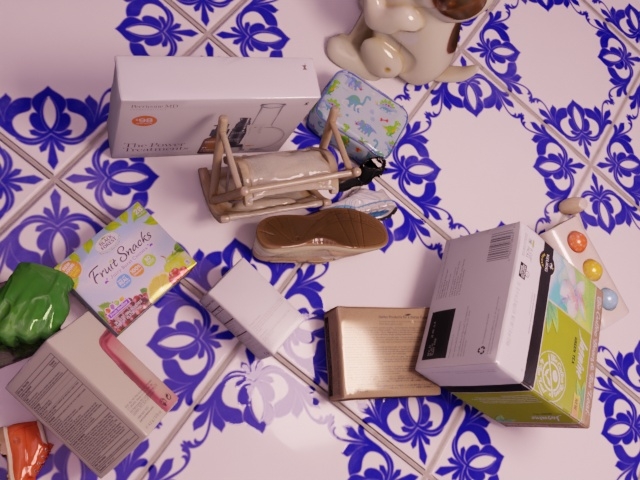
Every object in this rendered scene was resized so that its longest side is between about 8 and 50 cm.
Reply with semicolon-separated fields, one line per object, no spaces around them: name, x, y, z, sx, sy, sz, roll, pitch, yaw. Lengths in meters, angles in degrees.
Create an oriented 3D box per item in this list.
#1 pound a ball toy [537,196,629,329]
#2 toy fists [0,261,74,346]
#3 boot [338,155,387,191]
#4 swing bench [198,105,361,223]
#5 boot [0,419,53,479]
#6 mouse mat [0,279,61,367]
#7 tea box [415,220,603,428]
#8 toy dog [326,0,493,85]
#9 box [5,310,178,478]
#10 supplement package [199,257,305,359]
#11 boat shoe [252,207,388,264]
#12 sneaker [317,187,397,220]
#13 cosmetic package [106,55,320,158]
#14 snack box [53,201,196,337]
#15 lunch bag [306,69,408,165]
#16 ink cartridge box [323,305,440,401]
pound a ball toy;0.674;0.050;1.624;0.208;0.136;0.319;-23;84;-25
toy fists;-0.583;0.105;1.121;0.279;0.096;0.142;16;54;-1
boot;0.090;-0.155;1.479;0.121;0.099;0.045;-12;77;-24
swing bench;-0.094;-0.138;1.315;0.253;0.254;0.165;-11;75;-23
boot;-0.503;0.391;1.108;0.084;0.059;0.158;-12;78;-29
mouse mat;-0.591;0.156;1.173;0.190;0.007;0.152;-22;83;-26
tea box;0.420;0.193;1.385;0.323;0.220;0.329;34;59;-28
toy dog;0.249;-0.539;1.487;0.395;0.408;0.284;40;65;-5
box;-0.395;0.267;1.115;0.232;0.148;0.127;46;22;-3
supplement package;-0.140;0.141;1.296;0.179;0.105;0.105;45;65;-4
boat shoe;0.000;0.000;1.401;0.302;0.098;0.109;-4;60;-20
sneaker;0.078;-0.082;1.481;0.191;0.071;0.083;-7;54;-21
cosmetic package;-0.226;-0.263;1.288;0.377;0.284;0.097;-6;76;-22
snack box;-0.380;0.056;1.249;0.174;0.070;0.207;47;63;-3
lunch bag;0.093;-0.292;1.528;0.219;0.090;0.176;31;66;-10
ink cartridge box;0.132;0.244;1.379;0.235;0.088;0.193;3;72;-21
